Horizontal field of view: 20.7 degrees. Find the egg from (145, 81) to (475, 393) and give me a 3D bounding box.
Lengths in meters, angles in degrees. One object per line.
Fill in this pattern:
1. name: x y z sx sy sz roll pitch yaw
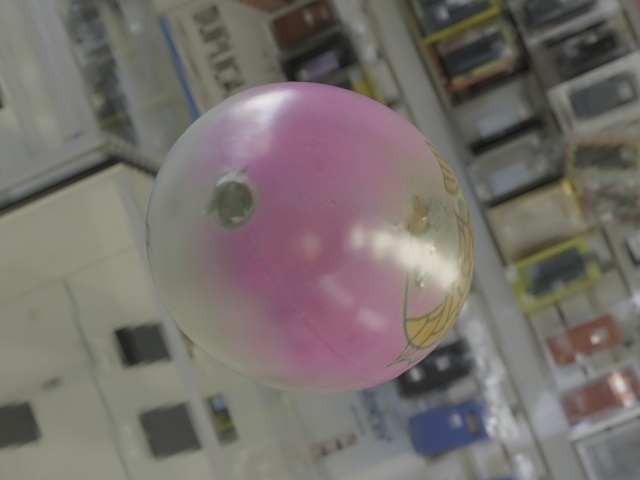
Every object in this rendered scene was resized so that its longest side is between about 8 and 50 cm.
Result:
1. egg: 0.000 0.000 1.110 0.196 0.196 0.271 68 14 5
